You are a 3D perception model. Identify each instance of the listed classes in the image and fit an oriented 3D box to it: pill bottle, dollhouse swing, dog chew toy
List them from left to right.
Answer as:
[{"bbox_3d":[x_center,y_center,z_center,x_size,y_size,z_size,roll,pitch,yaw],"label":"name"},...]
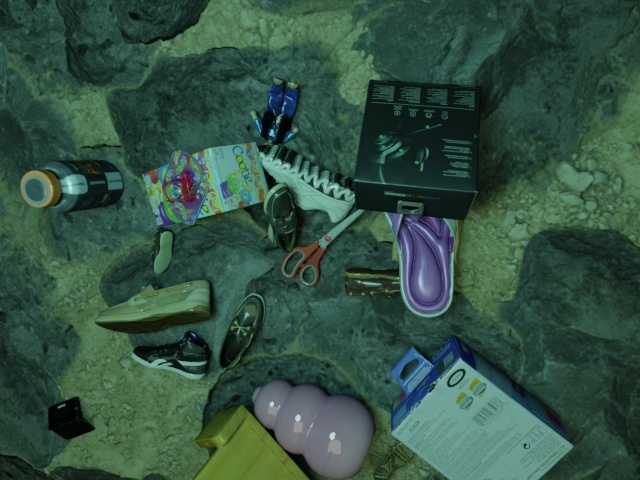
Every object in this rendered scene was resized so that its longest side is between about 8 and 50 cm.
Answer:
[{"bbox_3d":[-0.631,-0.139,1.149,0.130,0.246,0.131,2,101,10],"label":"pill bottle"},{"bbox_3d":[-0.210,0.658,1.124,0.347,0.305,0.315,49,142,-2],"label":"dollhouse swing"},{"bbox_3d":[-0.027,0.475,1.184,0.331,0.206,0.207,22,104,15],"label":"dog chew toy"}]

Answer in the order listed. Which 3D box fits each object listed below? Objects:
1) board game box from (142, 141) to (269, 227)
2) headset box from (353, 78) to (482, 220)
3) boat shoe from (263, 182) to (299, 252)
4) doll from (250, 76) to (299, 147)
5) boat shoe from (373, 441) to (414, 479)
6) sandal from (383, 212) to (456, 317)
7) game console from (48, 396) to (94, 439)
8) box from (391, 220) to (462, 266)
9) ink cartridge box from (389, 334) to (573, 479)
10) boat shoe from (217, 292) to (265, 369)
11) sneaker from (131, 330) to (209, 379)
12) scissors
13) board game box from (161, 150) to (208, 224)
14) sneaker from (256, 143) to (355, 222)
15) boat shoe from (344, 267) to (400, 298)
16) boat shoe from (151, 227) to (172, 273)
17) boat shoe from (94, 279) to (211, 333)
[{"bbox_3d":[-0.278,-0.130,1.084,0.275,0.142,0.145,-9,99,39],"label":"board game box"},{"bbox_3d":[0.208,-0.189,0.975,0.246,0.131,0.283,6,68,9],"label":"headset box"},{"bbox_3d":[-0.086,-0.049,1.092,0.080,0.224,0.073,-31,64,-22],"label":"boat shoe"},{"bbox_3d":[-0.113,-0.304,1.125,0.129,0.046,0.189,16,109,-2],"label":"doll"},{"bbox_3d":[0.205,0.603,1.241,0.056,0.048,0.153,39,98,14],"label":"boat shoe"},{"bbox_3d":[0.237,-0.031,1.038,0.169,0.102,0.417,-12,85,7],"label":"sandal"},{"bbox_3d":[-0.791,0.565,1.430,0.122,0.071,0.107,-24,65,13],"label":"game console"},{"bbox_3d":[0.266,-0.041,1.117,0.164,0.021,0.201,5,101,9],"label":"box"},{"bbox_3d":[0.359,0.433,1.121,0.395,0.151,0.270,37,104,1],"label":"ink cartridge box"},{"bbox_3d":[-0.216,0.253,1.236,0.081,0.069,0.228,25,104,5],"label":"boat shoe"},{"bbox_3d":[-0.419,0.305,1.285,0.216,0.079,0.121,17,100,-1],"label":"sneaker"},{"bbox_3d":[0.000,0.000,1.148,0.109,0.021,0.297,35,116,3],"label":"scissors"},{"bbox_3d":[-0.317,-0.115,1.004,0.133,0.033,0.169,47,127,16],"label":"board game box"},{"bbox_3d":[-0.049,-0.140,1.109,0.292,0.110,0.118,27,119,-4],"label":"sneaker"},{"bbox_3d":[0.162,0.110,1.141,0.206,0.073,0.073,1,102,18],"label":"boat shoe"},{"bbox_3d":[-0.443,0.028,1.252,0.042,0.048,0.133,29,114,33],"label":"boat shoe"},{"bbox_3d":[-0.462,0.184,1.258,0.340,0.122,0.110,-9,61,9],"label":"boat shoe"}]
